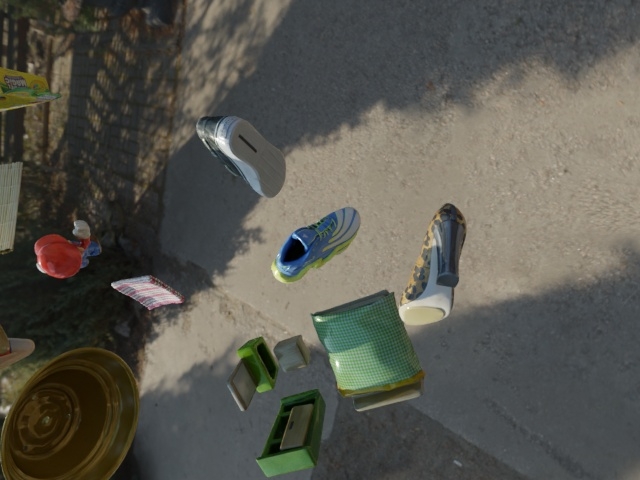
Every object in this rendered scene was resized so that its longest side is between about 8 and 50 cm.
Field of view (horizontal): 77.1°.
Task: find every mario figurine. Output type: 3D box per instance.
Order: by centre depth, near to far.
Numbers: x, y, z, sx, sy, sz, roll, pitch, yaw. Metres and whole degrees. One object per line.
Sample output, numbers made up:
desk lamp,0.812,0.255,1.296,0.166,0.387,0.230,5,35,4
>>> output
mario figurine,-0.853,0.022,1.339,0.320,0.170,0.197,180,100,-75

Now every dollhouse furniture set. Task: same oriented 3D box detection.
dollhouse furniture set,0.016,0.238,0.683,0.302,0.151,0.197,-21,102,15

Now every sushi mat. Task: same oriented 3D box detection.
sushi mat,-0.896,-0.085,1.083,0.019,0.152,0.316,95,159,-57

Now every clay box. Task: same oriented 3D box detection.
clay box,-0.637,-0.283,0.768,0.222,0.127,0.053,-10,103,5

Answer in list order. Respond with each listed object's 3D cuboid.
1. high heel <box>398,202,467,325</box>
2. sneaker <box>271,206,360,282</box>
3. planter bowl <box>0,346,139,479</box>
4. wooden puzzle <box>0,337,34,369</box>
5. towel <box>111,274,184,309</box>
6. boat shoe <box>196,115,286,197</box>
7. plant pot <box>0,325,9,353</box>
high heel,0.225,0.056,0.813,0.261,0.093,0.186,103,-178,-55
sneaker,0.000,0.000,0.856,0.240,0.126,0.091,-42,80,-14
planter bowl,-0.395,0.276,0.614,0.091,0.217,0.217,-8,86,22
wooden puzzle,-1.079,0.347,1.128,0.323,0.348,0.080,2,104,6
towel,-0.568,0.174,1.336,0.144,0.197,0.029,-13,57,14
boat shoe,-0.186,-0.217,1.011,0.119,0.335,0.121,25,79,21
plant pot,-0.889,0.205,1.012,0.237,0.032,0.236,13,124,20
